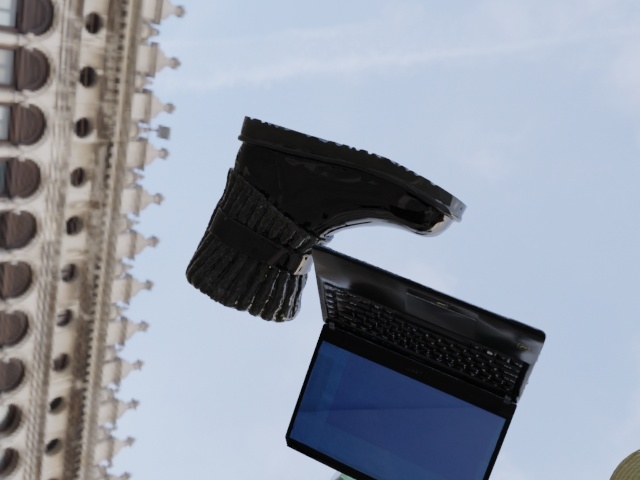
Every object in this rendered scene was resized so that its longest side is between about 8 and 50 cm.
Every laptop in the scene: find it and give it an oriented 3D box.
[{"bbox_3d":[0.078,0.158,0.770,0.234,0.137,0.264,21,-28,17],"label":"laptop"}]

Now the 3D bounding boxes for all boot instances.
[{"bbox_3d":[0.001,0.000,1.021,0.347,0.131,0.260,20,-86,22],"label":"boot"}]

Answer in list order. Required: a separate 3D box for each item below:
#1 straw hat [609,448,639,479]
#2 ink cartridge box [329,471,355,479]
[{"bbox_3d":[0.395,0.313,0.853,0.061,0.144,0.145,163,-83,-79],"label":"straw hat"},{"bbox_3d":[0.120,0.511,1.450,0.212,0.154,0.093,44,-58,7],"label":"ink cartridge box"}]
